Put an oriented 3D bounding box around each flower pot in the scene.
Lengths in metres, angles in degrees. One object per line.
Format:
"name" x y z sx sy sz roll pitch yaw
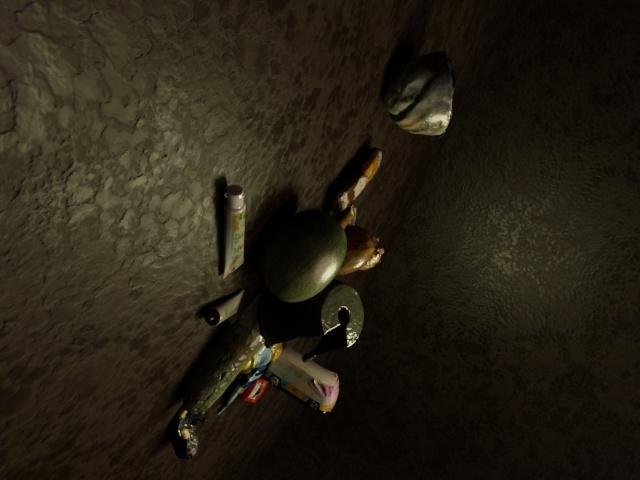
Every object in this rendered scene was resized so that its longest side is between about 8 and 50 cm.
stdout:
"flower pot" -0.004 0.254 1.445 0.379 0.251 0.380 9 77 -42

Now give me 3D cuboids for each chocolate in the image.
"chocolate" 0.344 -0.526 1.470 0.303 0.212 0.304 178 -90 -89

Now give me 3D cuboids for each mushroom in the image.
"mushroom" 0.134 0.036 1.745 0.263 0.282 0.196 -137 -133 -69

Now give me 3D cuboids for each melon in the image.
"melon" -0.055 0.049 1.266 0.302 0.237 0.237 -52 162 -6

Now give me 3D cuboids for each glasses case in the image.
"glasses case" 0.140 -0.239 1.584 0.321 0.082 0.122 -50 166 -20

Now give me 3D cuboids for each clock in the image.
"clock" -0.319 0.701 1.906 0.113 0.061 0.155 -55 159 -14

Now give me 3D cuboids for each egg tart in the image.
"egg tart" -0.219 0.528 1.909 0.130 0.052 0.130 -53 161 -27

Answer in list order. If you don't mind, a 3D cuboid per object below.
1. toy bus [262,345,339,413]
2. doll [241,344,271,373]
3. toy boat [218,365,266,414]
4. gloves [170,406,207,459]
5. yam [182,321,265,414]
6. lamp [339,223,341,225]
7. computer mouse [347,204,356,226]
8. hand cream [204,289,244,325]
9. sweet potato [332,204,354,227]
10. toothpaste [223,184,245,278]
"toy bus" -0.082 0.681 1.989 0.171 0.385 0.163 -20 133 -65
"doll" -0.268 0.462 1.588 0.135 0.099 0.241 -22 167 13
"toy boat" -0.348 0.627 1.718 0.291 0.067 0.220 -48 178 7
"gloves" -0.464 0.640 1.380 0.129 0.106 0.181 -19 108 -66
"yam" -0.324 0.417 1.315 0.330 0.133 0.133 -53 162 -9
"lamp" 0.000 0.000 1.482 0.185 0.161 0.162 -29 145 -63
"computer mouse" 0.130 -0.081 1.869 0.089 0.056 0.182 -34 149 -63
"hand cream" -0.286 0.207 1.209 0.087 0.054 0.186 -68 167 13
"sweet potato" 0.073 -0.073 1.577 0.072 0.066 0.314 -23 170 -15
"toothpaste" -0.219 -0.014 1.026 0.315 0.058 0.056 106 -21 -48
